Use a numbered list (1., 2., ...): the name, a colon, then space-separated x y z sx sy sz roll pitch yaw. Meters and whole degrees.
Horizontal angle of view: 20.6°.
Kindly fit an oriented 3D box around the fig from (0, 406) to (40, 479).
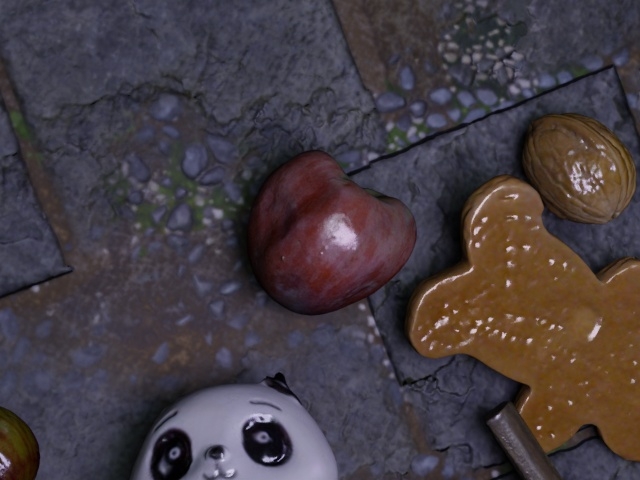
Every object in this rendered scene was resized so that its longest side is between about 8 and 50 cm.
1. fig: -0.322 0.179 1.546 0.154 0.103 0.109 40 102 5

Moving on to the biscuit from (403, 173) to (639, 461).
1. biscuit: 0.238 0.099 1.701 0.339 0.047 0.216 31 93 -19

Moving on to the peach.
1. peach: 0.000 0.000 1.628 0.152 0.152 0.152 1 87 -14

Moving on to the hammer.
1. hammer: 0.263 0.311 1.691 0.111 0.043 0.365 -37 100 -20

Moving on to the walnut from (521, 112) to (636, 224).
1. walnut: 0.248 -0.071 1.704 0.105 0.105 0.124 -39 78 -13

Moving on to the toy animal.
1. toy animal: -0.073 0.243 1.568 0.187 0.165 0.235 -7 91 3
